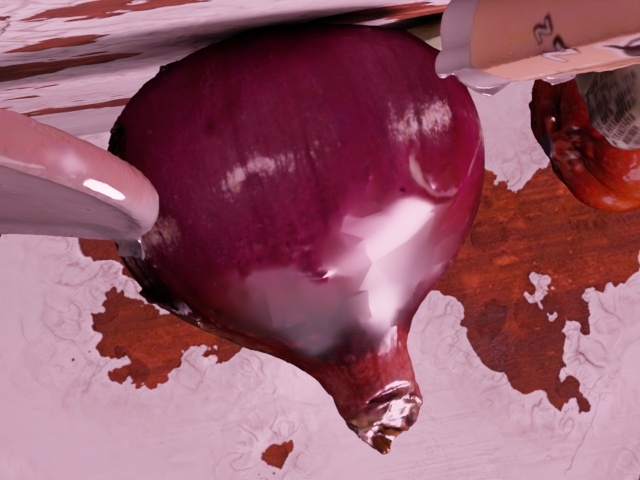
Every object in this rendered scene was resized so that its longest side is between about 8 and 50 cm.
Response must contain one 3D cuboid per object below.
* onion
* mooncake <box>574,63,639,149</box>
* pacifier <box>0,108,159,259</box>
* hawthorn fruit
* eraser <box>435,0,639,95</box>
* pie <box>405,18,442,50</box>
[{"bbox_3d":[0.000,0.000,1.210,0.348,0.385,0.348,-21,174,-2],"label":"onion"},{"bbox_3d":[0.384,-0.184,1.351,0.250,0.136,0.254,-17,177,-13],"label":"mooncake"},{"bbox_3d":[-0.203,-0.003,0.463,0.220,0.273,0.332,-32,-163,-34],"label":"pacifier"},{"bbox_3d":[0.464,-0.184,2.017,0.311,0.295,0.295,-9,-176,4],"label":"hawthorn fruit"},{"bbox_3d":[0.227,-0.160,0.917,0.171,0.087,0.290,-10,-177,-34],"label":"eraser"},{"bbox_3d":[0.162,-0.199,1.384,0.241,0.054,0.240,-8,-175,1],"label":"pie"}]
